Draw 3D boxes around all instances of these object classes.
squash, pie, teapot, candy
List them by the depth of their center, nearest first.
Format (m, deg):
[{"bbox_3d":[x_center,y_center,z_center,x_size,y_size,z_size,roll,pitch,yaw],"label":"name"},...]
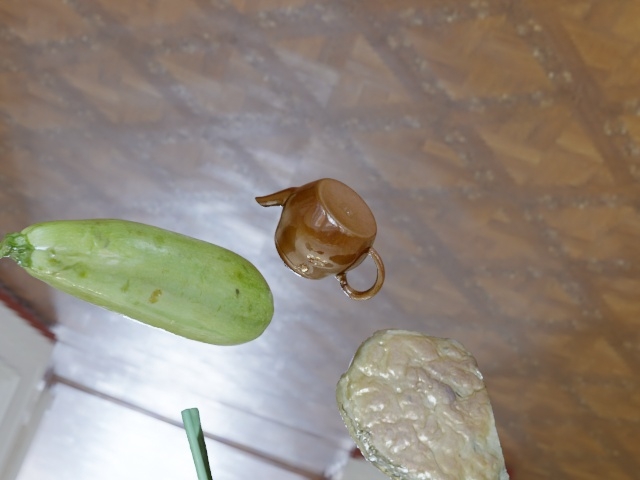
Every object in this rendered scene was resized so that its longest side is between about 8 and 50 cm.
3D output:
[{"bbox_3d":[-0.098,0.280,1.271,0.073,0.262,0.077,5,143,-34],"label":"candy"},{"bbox_3d":[0.105,0.181,1.399,0.185,0.218,0.052,10,138,-25],"label":"pie"},{"bbox_3d":[0.000,0.000,1.462,0.173,0.116,0.116,46,155,1],"label":"teapot"},{"bbox_3d":[-0.199,0.036,1.478,0.370,0.118,0.118,22,161,-40],"label":"squash"}]
